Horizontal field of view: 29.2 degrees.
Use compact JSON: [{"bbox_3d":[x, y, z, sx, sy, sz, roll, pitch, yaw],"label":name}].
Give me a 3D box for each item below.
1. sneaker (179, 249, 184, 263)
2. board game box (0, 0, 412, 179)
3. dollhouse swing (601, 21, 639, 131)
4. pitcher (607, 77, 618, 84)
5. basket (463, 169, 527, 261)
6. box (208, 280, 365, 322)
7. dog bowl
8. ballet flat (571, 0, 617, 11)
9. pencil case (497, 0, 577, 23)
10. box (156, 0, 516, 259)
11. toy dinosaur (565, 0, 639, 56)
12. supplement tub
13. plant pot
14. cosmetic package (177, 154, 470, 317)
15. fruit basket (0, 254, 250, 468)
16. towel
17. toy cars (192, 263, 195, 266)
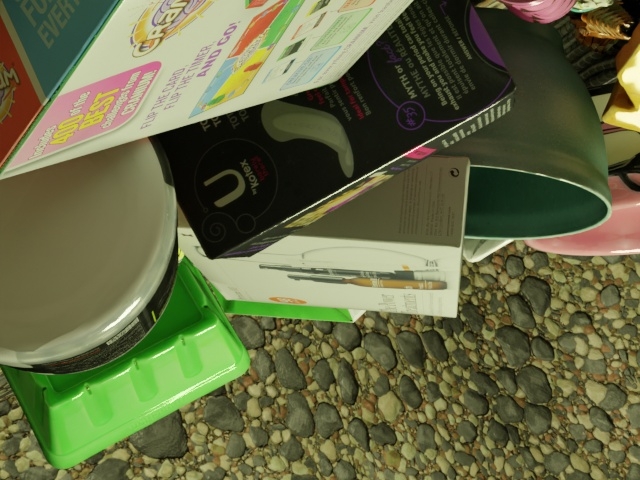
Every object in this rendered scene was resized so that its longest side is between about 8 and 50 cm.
[{"bbox_3d":[-0.209,-0.011,1.276,0.147,0.145,0.385,-40,-175,-9],"label":"sneaker"},{"bbox_3d":[-0.036,-0.159,0.712,0.316,0.064,0.242,-23,166,-48],"label":"board game box"},{"bbox_3d":[0.482,-0.312,1.266,0.315,0.305,0.347,12,144,-12],"label":"dollhouse swing"},{"bbox_3d":[0.481,-0.203,1.805,0.178,0.125,0.207,-40,165,5],"label":"pitcher"},{"bbox_3d":[0.202,-0.073,1.509,0.113,0.167,0.103,-34,171,27],"label":"basket"},{"bbox_3d":[0.000,0.000,1.720,0.262,0.126,0.231,1,-147,45],"label":"box"},{"bbox_3d":[0.431,-0.084,1.630,0.408,0.150,0.408,-4,167,-1],"label":"dog bowl"},{"bbox_3d":[0.362,-0.328,1.400,0.241,0.091,0.077,-31,145,-34],"label":"ballet flat"},{"bbox_3d":[0.187,-0.250,1.116,0.209,0.098,0.095,-11,118,-74],"label":"pencil case"},{"bbox_3d":[0.003,-0.117,0.987,0.270,0.165,0.143,-28,177,7],"label":"box"},{"bbox_3d":[0.386,-0.270,1.523,0.218,0.164,0.322,11,-141,13],"label":"toy dinosaur"},{"bbox_3d":[-0.200,0.000,0.898,0.194,0.193,0.316,-28,175,-9],"label":"supplement tub"},{"bbox_3d":[0.170,-0.129,1.322,0.293,0.196,0.293,6,167,1],"label":"plant pot"},{"bbox_3d":[0.010,-0.002,1.304,0.284,0.097,0.377,6,167,8],"label":"cosmetic package"},{"bbox_3d":[-0.332,0.188,2.036,0.392,0.283,0.392,-28,158,-12],"label":"fruit basket"},{"bbox_3d":[0.448,-0.307,1.869,0.235,0.121,0.284,-28,176,-20],"label":"towel"},{"bbox_3d":[-0.199,0.003,1.631,0.394,0.087,0.176,-30,-155,-9],"label":"toy cars"}]
